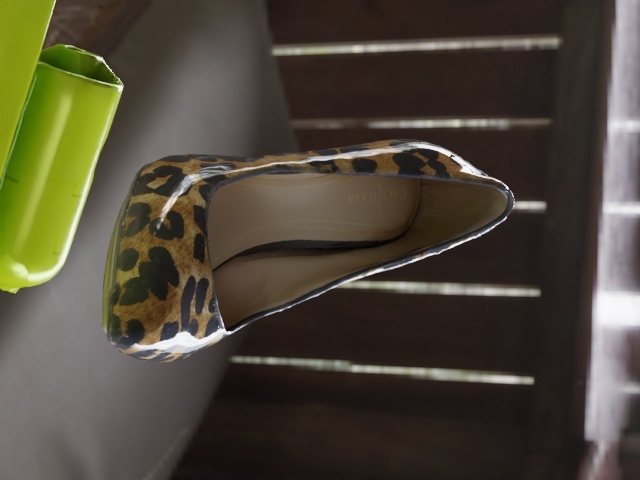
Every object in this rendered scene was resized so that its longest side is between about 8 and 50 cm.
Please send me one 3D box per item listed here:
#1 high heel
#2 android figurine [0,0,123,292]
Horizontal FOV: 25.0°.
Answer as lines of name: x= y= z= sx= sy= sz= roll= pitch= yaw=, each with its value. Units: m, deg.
high heel: x=0.000 y=0.000 z=0.750 sx=0.261 sy=0.186 sz=0.093 roll=-58 pitch=147 yaw=-68
android figurine: x=-0.202 y=-0.044 z=0.533 sx=0.056 sy=0.248 sz=0.272 roll=35 pitch=-71 yaw=64
